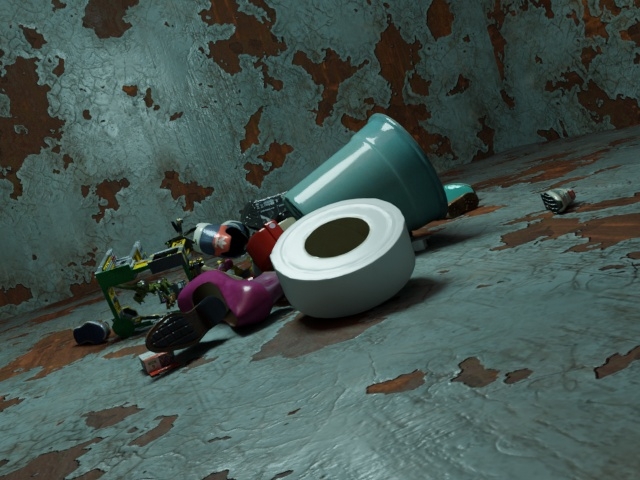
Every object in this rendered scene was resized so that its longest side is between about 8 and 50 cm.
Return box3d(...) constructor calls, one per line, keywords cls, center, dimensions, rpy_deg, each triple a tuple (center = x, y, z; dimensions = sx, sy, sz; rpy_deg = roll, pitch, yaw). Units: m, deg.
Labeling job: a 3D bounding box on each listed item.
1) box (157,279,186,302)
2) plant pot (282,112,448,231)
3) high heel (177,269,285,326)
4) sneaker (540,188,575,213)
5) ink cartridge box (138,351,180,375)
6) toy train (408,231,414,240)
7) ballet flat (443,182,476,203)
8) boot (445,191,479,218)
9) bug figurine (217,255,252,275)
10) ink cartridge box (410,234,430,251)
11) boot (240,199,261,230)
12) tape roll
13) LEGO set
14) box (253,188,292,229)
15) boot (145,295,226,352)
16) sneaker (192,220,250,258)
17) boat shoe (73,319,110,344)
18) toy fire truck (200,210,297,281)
box3d(cls="box", center=(-0.496, 0.171, 2.324), dimensions=(0.083, 0.052, 0.062), rpy_deg=(-16, 5, 18))
box3d(cls="plant pot", center=(0.102, -0.105, 1.849), dimensions=(0.334, 0.341, 0.341), rpy_deg=(-35, 9, -9))
box3d(cls="high heel", center=(-0.253, 0.149, 1.611), dimensions=(0.377, 0.127, 0.181), rpy_deg=(-18, 12, 41))
box3d(cls="sneaker", center=(0.607, -0.109, 1.744), dimensions=(0.075, 0.057, 0.161), rpy_deg=(-22, 3, 10))
box3d(cls="ink cartridge box", center=(-0.325, 0.241, 1.394), dimensions=(0.062, 0.029, 0.115), rpy_deg=(-19, 6, -22))
box3d(cls="toy train", center=(0.252, -0.015, 1.989), dimensions=(0.027, 0.036, 0.158), rpy_deg=(-18, 5, 6))
box3d(cls="ballet flat", center=(0.436, -0.149, 2.453), dimensions=(0.247, 0.083, 0.087), rpy_deg=(-12, -6, 25))
box3d(cls="boot", center=(0.438, -0.111, 2.226), dimensions=(0.157, 0.059, 0.084), rpy_deg=(-23, 3, -30))
box3d(cls="bug figurine", center=(-0.282, 0.089, 2.365), dimensions=(0.278, 0.072, 0.216), rpy_deg=(-17, 6, 10))
box3d(cls="ink cartridge box", center=(0.249, 0.012, 1.804), dimensions=(0.083, 0.028, 0.048), rpy_deg=(-15, 7, 20))
box3d(cls="boot", center=(-0.090, -0.032, 2.390), dimensions=(0.260, 0.131, 0.348), rpy_deg=(31, -4, -39))
box3d(cls="tape roll", center=(0.046, 0.031, 1.418), dimensions=(0.286, 0.100, 0.286), rpy_deg=(-15, 32, 10))
box3d(cls="LEGO set", center=(-0.453, 0.103, 1.915), dimensions=(0.331, 0.255, 0.192), rpy_deg=(-24, 22, 6))
box3d(cls="box", center=(-0.022, -0.049, 2.093), dimensions=(0.307, 0.243, 0.076), rpy_deg=(-18, 7, -1))
box3d(cls="boot", center=(-0.292, 0.195, 1.424), dimensions=(0.106, 0.082, 0.219), rpy_deg=(-42, -10, 35))
box3d(cls="sneaker", center=(-0.287, 0.007, 2.314), dimensions=(0.148, 0.131, 0.350), rpy_deg=(11, 7, 17))
box3d(cls="boat shoe", center=(-0.634, 0.252, 1.957), dimensions=(0.183, 0.066, 0.066), rpy_deg=(-11, 8, 46))
box3d(cls="toy fire truck", center=(-0.158, 0.052, 1.717), dimensions=(0.246, 0.158, 0.217), rpy_deg=(-28, -26, -21))
